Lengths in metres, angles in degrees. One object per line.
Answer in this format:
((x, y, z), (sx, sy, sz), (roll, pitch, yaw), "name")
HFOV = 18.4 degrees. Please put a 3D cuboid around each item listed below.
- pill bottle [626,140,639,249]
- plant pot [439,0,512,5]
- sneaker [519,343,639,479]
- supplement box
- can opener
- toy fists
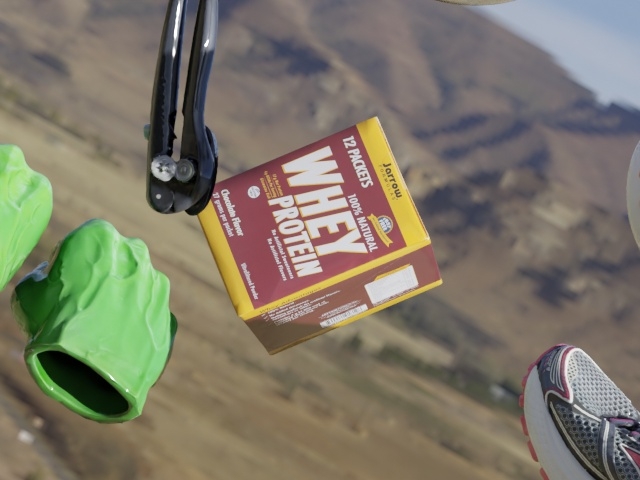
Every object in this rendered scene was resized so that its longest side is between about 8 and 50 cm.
((0.337, -0.038, 1.391), (0.221, 0.121, 0.121), (-9, -25, 40), "pill bottle")
((0.179, -0.393, 1.935), (0.323, 0.323, 0.280), (30, 14, 12), "plant pot")
((0.263, 0.180, 1.429), (0.121, 0.112, 0.299), (1, 40, -48), "sneaker")
((0.000, 0.000, 1.891), (0.194, 0.191, 0.129), (64, 4, -74), "supplement box")
((-0.112, -0.111, 1.582), (0.059, 0.186, 0.073), (1, 7, 2), "can opener")
((-0.230, 0.023, 1.570), (0.279, 0.142, 0.096), (37, -41, -21), "toy fists")
